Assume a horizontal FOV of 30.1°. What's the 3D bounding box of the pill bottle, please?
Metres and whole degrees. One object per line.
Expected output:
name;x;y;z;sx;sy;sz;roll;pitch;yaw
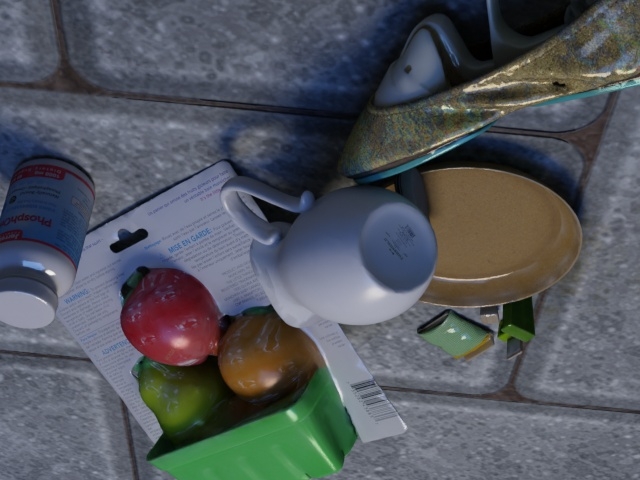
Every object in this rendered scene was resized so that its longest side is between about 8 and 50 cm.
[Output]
pill bottle;-0.281;0.003;1.185;0.087;0.160;0.087;3;143;2

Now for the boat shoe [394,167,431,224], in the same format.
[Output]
boat shoe;0.083;-0.018;1.150;0.040;0.049;0.142;-3;145;12

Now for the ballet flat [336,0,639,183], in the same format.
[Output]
ballet flat;0.141;-0.149;0.977;0.348;0.123;0.123;-18;138;35

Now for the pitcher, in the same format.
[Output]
pitcher;0.000;0.000;1.103;0.178;0.125;0.207;47;154;-16

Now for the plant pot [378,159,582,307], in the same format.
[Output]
plant pot;0.148;-0.009;1.220;0.236;0.032;0.236;4;142;3

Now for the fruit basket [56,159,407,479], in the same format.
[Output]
fruit basket;-0.116;0.112;1.318;0.327;0.165;0.353;-26;100;33

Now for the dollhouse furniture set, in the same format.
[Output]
dollhouse furniture set;0.182;0.111;1.352;0.076;0.059;0.151;26;138;-25
